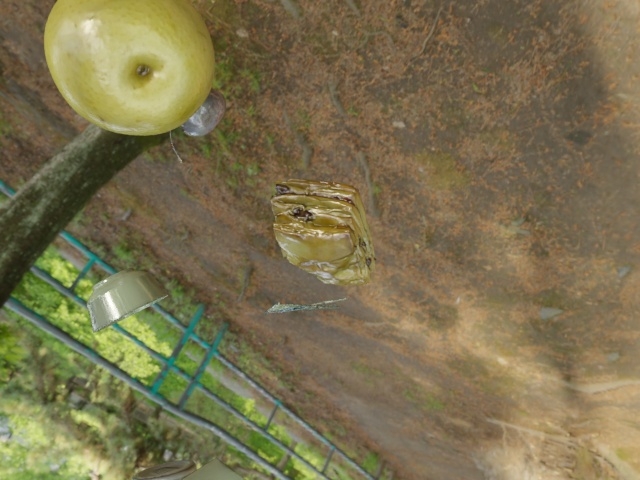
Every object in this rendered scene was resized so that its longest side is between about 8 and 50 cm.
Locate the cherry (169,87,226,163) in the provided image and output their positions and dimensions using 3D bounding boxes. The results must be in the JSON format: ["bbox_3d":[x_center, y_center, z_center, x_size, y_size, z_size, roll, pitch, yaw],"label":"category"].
[{"bbox_3d":[-0.302,-0.306,1.375,0.115,0.148,0.188,15,135,31],"label":"cherry"}]

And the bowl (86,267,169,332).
[{"bbox_3d":[-0.515,0.144,1.403,0.211,0.211,0.112,-28,91,55],"label":"bowl"}]

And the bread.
[{"bbox_3d":[0.000,0.000,1.673,0.313,0.192,0.370,4,132,17],"label":"bread"}]

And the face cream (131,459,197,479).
[{"bbox_3d":[-0.418,0.697,1.466,0.177,0.153,0.177,-8,170,-1],"label":"face cream"}]

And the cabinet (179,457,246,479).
[{"bbox_3d":[-0.226,0.593,1.158,0.206,0.150,0.145,-10,103,60],"label":"cabinet"}]

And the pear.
[{"bbox_3d":[-0.394,-0.390,1.140,0.348,0.349,0.348,19,150,12],"label":"pear"}]

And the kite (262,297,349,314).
[{"bbox_3d":[-0.059,0.229,1.881,0.368,0.014,0.406,-14,165,30],"label":"kite"}]
